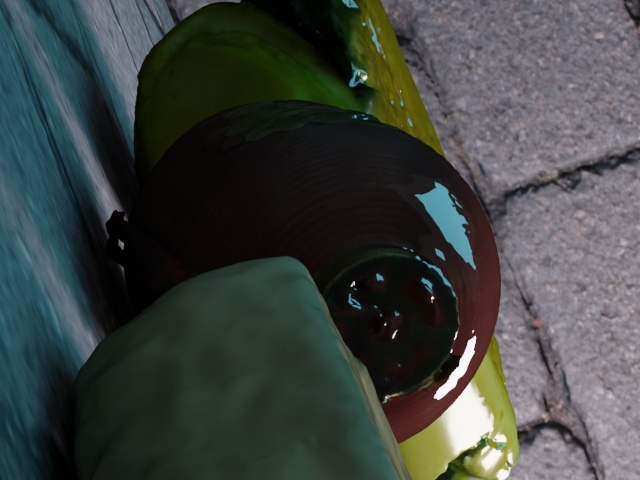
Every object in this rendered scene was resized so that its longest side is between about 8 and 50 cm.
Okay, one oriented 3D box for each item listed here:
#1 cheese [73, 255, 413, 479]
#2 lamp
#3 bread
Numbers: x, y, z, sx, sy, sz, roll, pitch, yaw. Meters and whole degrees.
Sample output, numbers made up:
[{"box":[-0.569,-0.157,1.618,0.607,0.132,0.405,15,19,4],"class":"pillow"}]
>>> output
[{"box":[0.009,0.168,0.618,0.326,0.115,0.318,64,3,-70],"class":"cheese"},{"box":[-0.016,0.015,0.841,0.180,0.180,0.258,68,-15,-17],"class":"lamp"},{"box":[0.000,0.000,1.143,0.251,0.208,0.376,-96,167,-49],"class":"bread"}]
